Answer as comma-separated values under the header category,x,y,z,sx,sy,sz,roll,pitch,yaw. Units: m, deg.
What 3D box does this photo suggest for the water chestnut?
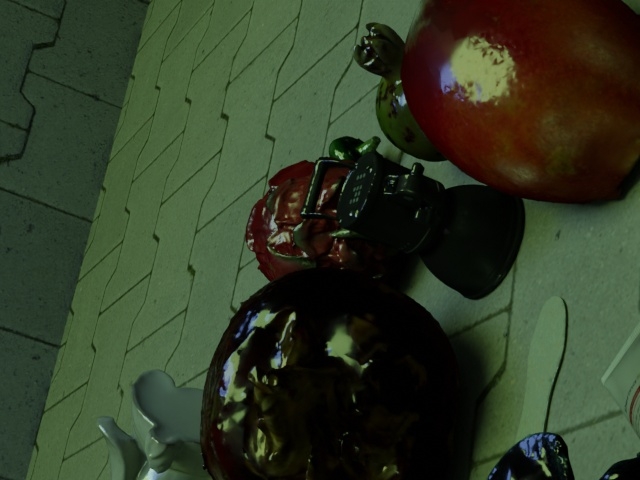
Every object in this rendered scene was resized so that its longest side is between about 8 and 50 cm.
category,x,y,z,sx,sy,sz,roll,pitch,yaw
water chestnut,0.005,0.191,1.611,0.347,0.335,0.335,62,-136,-76

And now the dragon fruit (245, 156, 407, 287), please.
category,x,y,z,sx,sy,sz,roll,pitch,yaw
dragon fruit,0.000,0.000,1.947,0.293,0.234,0.233,-25,48,65

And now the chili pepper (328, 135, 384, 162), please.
category,x,y,z,sx,sy,sz,roll,pitch,yaw
chili pepper,0.022,-0.057,2.100,0.270,0.099,0.136,-62,-3,33

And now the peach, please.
category,x,y,z,sx,sy,sz,roll,pitch,yaw
peach,0.256,-0.175,1.571,0.338,0.281,0.281,33,104,33

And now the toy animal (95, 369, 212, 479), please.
category,x,y,z,sx,sy,sz,roll,pitch,yaw
toy animal,-0.226,0.366,2.135,0.206,0.272,0.265,-56,-15,-63

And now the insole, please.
category,x,y,z,sx,sy,sz,roll,pitch,yaw
insole,0.240,0.152,1.509,0.065,0.004,0.197,-25,48,60

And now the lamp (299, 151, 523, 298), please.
category,x,y,z,sx,sy,sz,roll,pitch,yaw
lamp,0.115,-0.035,1.673,0.172,0.227,0.147,-12,59,65

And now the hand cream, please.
category,x,y,z,sx,sy,sz,roll,pitch,yaw
hand cream,0.319,0.129,1.265,0.133,0.083,0.248,-59,14,17

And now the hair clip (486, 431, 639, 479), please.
category,x,y,z,sx,sy,sz,roll,pitch,yaw
hair clip,0.242,0.275,1.119,0.310,0.206,0.194,-48,27,43

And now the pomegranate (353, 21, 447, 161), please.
category,x,y,z,sx,sy,sz,roll,pitch,yaw
pomegranate,0.149,-0.210,1.804,0.179,0.210,0.179,-18,29,11
